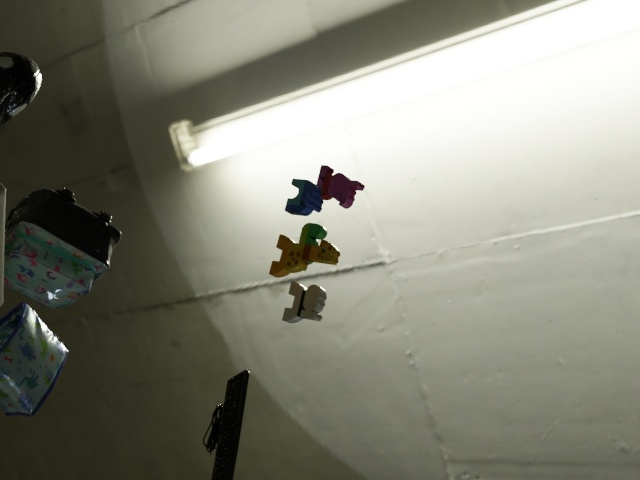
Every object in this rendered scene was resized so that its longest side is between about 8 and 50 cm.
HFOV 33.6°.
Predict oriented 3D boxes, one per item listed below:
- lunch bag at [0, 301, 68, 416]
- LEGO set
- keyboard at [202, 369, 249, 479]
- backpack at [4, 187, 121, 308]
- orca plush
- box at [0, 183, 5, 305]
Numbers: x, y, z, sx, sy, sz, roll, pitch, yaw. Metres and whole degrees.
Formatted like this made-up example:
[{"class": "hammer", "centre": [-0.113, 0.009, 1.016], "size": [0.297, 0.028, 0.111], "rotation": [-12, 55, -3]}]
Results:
[{"class": "lunch bag", "centre": [-0.502, 0.198, 1.774], "size": [0.096, 0.151, 0.129], "rotation": [-4, -49, 37]}, {"class": "LEGO set", "centre": [0.000, 0.000, 1.432], "size": [0.093, 0.087, 0.227], "rotation": [7, -101, 34]}, {"class": "keyboard", "centre": [-0.160, 0.305, 1.706], "size": [0.038, 0.192, 0.100], "rotation": [21, -35, -20]}, {"class": "backpack", "centre": [-0.564, 0.027, 2.211], "size": [0.225, 0.191, 0.253], "rotation": [32, -30, -24]}, {"class": "orca plush", "centre": [-0.463, -0.155, 1.210], "size": [0.102, 0.287, 0.151], "rotation": [-141, -129, -68]}, {"class": "box", "centre": [-0.428, 0.014, 1.203], "size": [0.094, 0.113, 0.275], "rotation": [42, -34, 9]}]
